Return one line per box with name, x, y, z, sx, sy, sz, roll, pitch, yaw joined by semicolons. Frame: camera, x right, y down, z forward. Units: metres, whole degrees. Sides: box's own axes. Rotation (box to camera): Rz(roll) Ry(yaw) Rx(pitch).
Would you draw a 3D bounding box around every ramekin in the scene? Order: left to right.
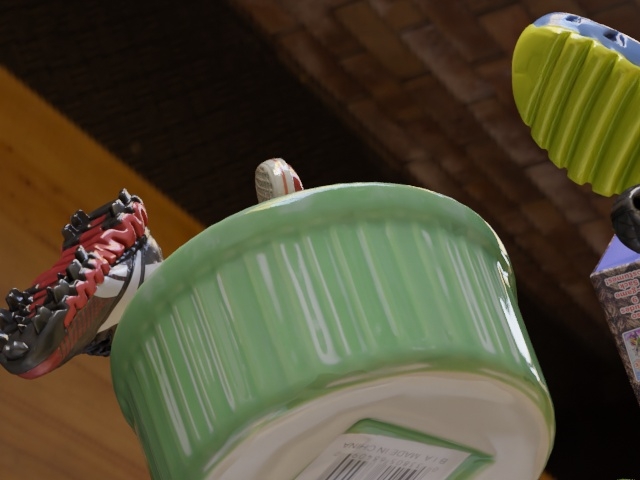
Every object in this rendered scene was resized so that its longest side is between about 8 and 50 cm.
ramekin;0.015;0.118;1.031;0.303;0.303;0.148;40;22;-45

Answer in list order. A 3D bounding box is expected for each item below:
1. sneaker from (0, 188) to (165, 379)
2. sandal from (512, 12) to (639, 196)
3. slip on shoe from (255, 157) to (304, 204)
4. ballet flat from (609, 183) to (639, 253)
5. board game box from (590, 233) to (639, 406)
sneaker;-0.209;0.064;1.383;0.135;0.097;0.276;60;24;-17
sandal;0.305;-0.091;1.250;0.317;0.126;0.138;35;43;2
slip on shoe;0.000;0.000;1.656;0.331;0.101;0.123;62;9;-60
ballet flat;0.259;-0.008;0.874;0.049;0.173;0.057;64;26;-80
board game box;0.429;0.111;1.599;0.291;0.141;0.232;68;27;-9
